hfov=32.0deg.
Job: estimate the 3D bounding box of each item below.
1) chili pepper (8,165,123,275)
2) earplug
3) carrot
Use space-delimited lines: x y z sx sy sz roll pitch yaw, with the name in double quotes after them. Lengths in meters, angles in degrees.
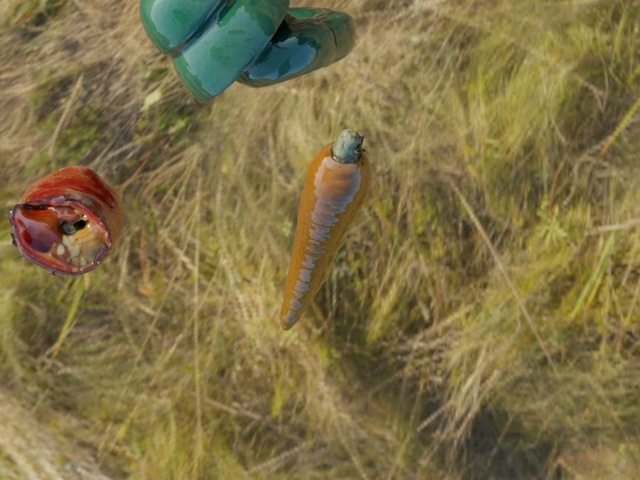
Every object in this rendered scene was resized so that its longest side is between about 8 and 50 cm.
-0.220 -0.022 0.996 0.084 0.192 0.086 -30 102 2 "chili pepper"
-0.085 -0.263 1.321 0.280 0.257 0.164 33 139 -28 "earplug"
0.000 0.000 1.217 0.069 0.069 0.336 18 139 1 "carrot"
